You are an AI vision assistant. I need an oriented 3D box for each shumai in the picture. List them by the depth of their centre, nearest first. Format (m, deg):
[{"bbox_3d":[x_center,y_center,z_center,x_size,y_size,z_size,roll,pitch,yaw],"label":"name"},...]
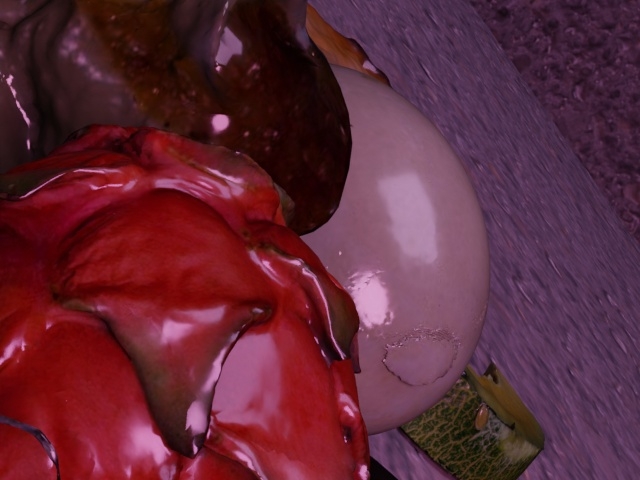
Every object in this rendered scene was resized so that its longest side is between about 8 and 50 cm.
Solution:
[{"bbox_3d":[-0.097,-0.081,0.738,0.222,0.204,0.271,46,13,-49],"label":"shumai"}]

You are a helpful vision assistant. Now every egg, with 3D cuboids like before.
[{"bbox_3d":[0.000,0.000,0.869,0.186,0.186,0.253,35,21,-46],"label":"egg"}]

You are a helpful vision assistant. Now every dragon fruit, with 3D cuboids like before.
[{"bbox_3d":[-0.065,0.080,0.540,0.193,0.192,0.274,7,62,-22],"label":"dragon fruit"}]

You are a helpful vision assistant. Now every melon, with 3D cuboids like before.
[{"bbox_3d":[0.108,0.124,1.134,0.209,0.064,0.118,33,20,-54],"label":"melon"}]

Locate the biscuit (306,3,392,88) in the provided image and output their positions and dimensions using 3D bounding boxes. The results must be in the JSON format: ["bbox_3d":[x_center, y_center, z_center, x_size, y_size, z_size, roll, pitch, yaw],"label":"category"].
[{"bbox_3d":[-0.007,-0.106,1.226,0.296,0.102,0.296,46,15,-15],"label":"biscuit"}]

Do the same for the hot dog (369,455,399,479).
[{"bbox_3d":[0.083,0.249,0.739,0.326,0.107,0.194,47,5,16],"label":"hot dog"}]
